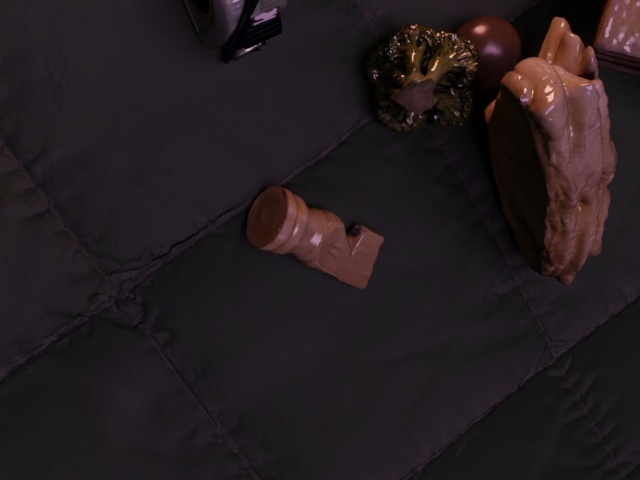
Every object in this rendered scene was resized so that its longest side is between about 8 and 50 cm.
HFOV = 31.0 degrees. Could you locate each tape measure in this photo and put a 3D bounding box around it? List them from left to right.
[{"bbox_3d":[-0.103,-0.323,1.389,0.115,0.207,0.235,-29,110,-15],"label":"tape measure"}]

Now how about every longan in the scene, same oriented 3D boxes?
[{"bbox_3d":[0.224,-0.255,1.597,0.113,0.092,0.113,-23,139,-21],"label":"longan"}]

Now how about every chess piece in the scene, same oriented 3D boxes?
[{"bbox_3d":[0.000,0.000,1.591,0.200,0.090,0.090,25,94,-36],"label":"chess piece"}]

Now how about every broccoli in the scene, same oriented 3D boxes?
[{"bbox_3d":[0.139,-0.217,1.543,0.162,0.138,0.146,-15,113,17],"label":"broccoli"}]

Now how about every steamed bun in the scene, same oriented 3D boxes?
[{"bbox_3d":[0.323,-0.141,1.574,0.189,0.247,0.428,-31,145,-7],"label":"steamed bun"}]

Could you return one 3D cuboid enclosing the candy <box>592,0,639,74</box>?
[{"bbox_3d":[0.481,-0.372,1.510,0.179,0.135,0.321,17,92,8],"label":"candy"}]
